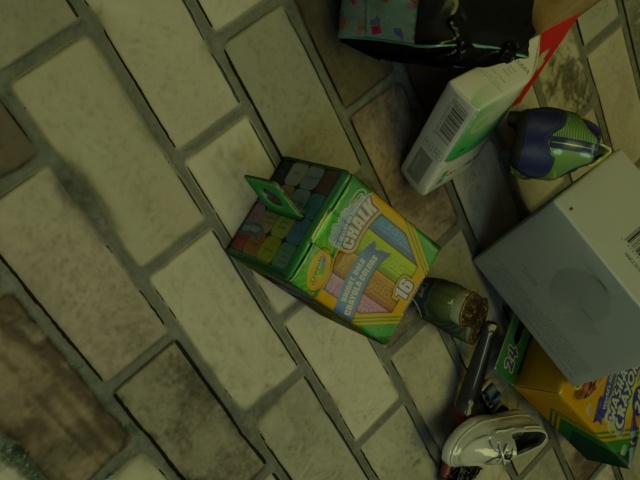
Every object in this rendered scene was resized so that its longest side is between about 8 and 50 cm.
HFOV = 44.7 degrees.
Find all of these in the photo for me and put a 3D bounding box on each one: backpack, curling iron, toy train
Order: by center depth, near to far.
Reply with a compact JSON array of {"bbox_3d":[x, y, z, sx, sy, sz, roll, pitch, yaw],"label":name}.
[{"bbox_3d":[0.112,-0.254,0.824,0.166,0.188,0.144,-9,102,-36],"label":"backpack"},{"bbox_3d":[0.214,0.239,1.114,0.068,0.035,0.274,-8,112,-38],"label":"curling iron"},{"bbox_3d":[0.269,0.261,1.168,0.027,0.036,0.158,-43,123,-18],"label":"toy train"}]

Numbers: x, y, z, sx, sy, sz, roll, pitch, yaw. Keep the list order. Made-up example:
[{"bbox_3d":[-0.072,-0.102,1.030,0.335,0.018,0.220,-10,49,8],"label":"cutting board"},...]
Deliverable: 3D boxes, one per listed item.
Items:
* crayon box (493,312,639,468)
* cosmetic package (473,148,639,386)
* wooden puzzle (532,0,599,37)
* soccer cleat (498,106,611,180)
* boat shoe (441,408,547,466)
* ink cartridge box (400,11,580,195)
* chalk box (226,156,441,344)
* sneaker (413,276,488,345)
[{"bbox_3d":[0.403,0.186,1.186,0.323,0.083,0.203,42,63,-35],"label":"crayon box"},{"bbox_3d":[0.353,0.044,0.998,0.138,0.225,0.224,-34,82,-25],"label":"cosmetic package"},{"bbox_3d":[0.317,-0.434,0.954,0.322,0.080,0.348,-37,141,-20],"label":"wooden puzzle"},{"bbox_3d":[0.297,-0.113,0.971,0.289,0.121,0.093,-17,118,-70],"label":"soccer cleat"},{"bbox_3d":[0.248,0.286,1.092,0.184,0.063,0.066,3,105,-41],"label":"boat shoe"},{"bbox_3d":[0.216,-0.161,0.939,0.224,0.056,0.181,-28,162,-25],"label":"ink cartridge box"},{"bbox_3d":[0.000,0.000,0.848,0.213,0.132,0.132,35,81,-35],"label":"chalk box"},{"bbox_3d":[0.167,0.086,1.030,0.064,0.086,0.192,-65,158,-7],"label":"sneaker"}]
